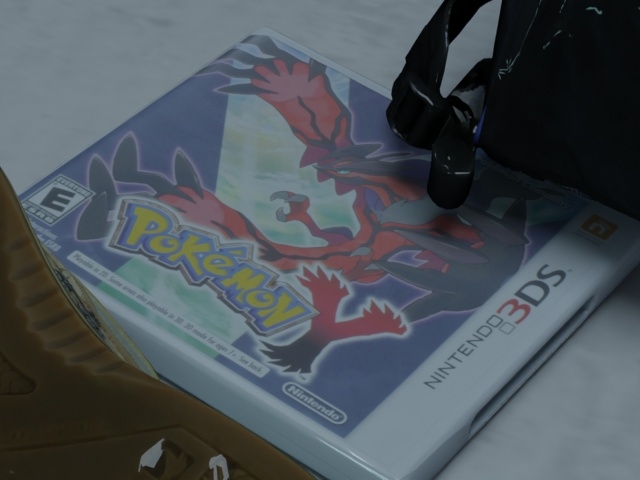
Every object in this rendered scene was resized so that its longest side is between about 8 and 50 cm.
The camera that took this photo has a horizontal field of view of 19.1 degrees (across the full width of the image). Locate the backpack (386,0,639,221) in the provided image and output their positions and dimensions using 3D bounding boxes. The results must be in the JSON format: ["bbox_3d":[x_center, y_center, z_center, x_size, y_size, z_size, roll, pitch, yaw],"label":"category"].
[{"bbox_3d":[0.183,-0.143,0.764,0.213,0.276,0.263,25,26,10],"label":"backpack"}]

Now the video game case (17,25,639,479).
[{"bbox_3d":[0.000,0.000,0.748,0.201,0.023,0.183,29,46,23],"label":"video game case"}]

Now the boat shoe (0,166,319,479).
[{"bbox_3d":[-0.084,0.056,0.469,0.104,0.089,0.285,-39,54,-16],"label":"boat shoe"}]
